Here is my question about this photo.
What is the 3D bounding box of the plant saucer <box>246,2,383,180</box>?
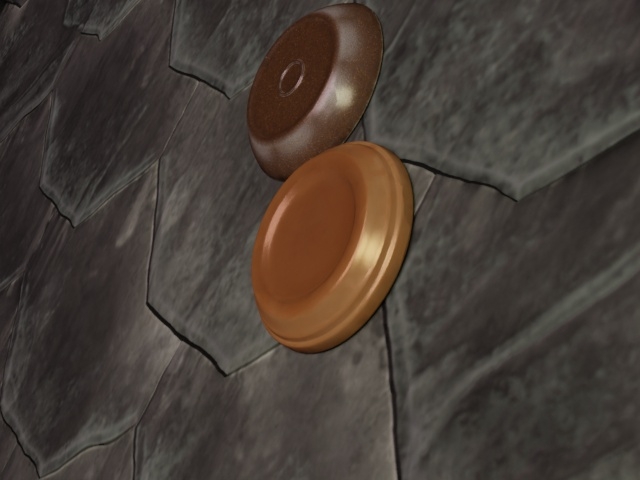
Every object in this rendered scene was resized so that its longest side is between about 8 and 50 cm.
[{"bbox_3d":[-0.018,-0.157,1.038,0.199,0.036,0.198,-31,47,41],"label":"plant saucer"}]

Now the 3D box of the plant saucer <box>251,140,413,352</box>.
[{"bbox_3d":[0.000,0.000,0.916,0.200,0.037,0.199,-31,47,40],"label":"plant saucer"}]
